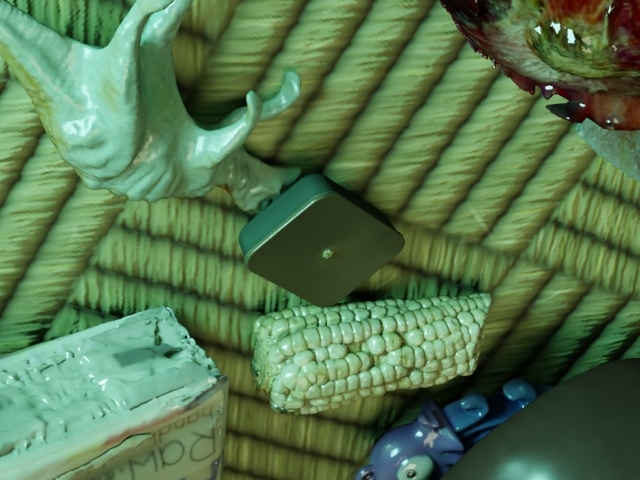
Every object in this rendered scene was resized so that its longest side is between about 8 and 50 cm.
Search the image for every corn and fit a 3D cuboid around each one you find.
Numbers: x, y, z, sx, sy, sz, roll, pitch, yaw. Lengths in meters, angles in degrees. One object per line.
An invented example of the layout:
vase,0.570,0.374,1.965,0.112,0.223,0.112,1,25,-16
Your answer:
corn,0.048,0.090,1.185,0.211,0.087,0.087,-5,129,-14

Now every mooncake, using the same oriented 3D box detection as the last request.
mooncake,0.222,0.267,1.299,0.326,0.174,0.334,-34,149,-8

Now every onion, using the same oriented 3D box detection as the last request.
onion,0.190,-0.204,0.900,0.276,0.276,0.276,-9,130,-11

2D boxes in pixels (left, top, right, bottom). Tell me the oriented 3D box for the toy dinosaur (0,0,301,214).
toy dinosaur,-0.134,-0.114,0.957,0.393,0.092,0.205,8,131,-35

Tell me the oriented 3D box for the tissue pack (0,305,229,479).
tissue pack,-0.201,0.232,1.160,0.242,0.125,0.343,-19,133,-27

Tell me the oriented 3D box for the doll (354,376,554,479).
doll,0.123,0.169,1.291,0.206,0.067,0.110,-23,141,-14

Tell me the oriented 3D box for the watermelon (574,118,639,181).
watermelon,0.328,-0.116,1.098,0.213,0.201,0.261,5,83,-21

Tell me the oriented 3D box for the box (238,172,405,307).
box,0.000,0.000,1.111,0.091,0.031,0.126,-40,145,15
